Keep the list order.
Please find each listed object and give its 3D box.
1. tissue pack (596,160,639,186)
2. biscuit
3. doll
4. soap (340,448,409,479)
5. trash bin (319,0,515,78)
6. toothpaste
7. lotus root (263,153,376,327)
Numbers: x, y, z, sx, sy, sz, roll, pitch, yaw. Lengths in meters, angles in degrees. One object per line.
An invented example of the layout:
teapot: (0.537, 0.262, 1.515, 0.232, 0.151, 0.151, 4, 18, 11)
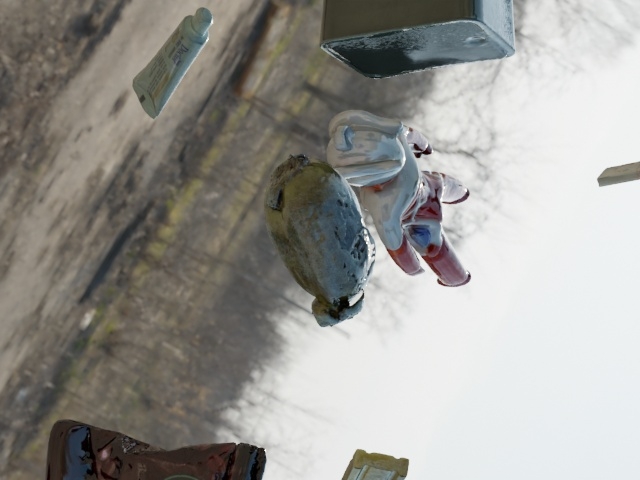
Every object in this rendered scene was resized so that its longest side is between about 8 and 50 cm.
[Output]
tissue pack: (0.562, -0.124, 1.855, 0.108, 0.023, 0.056, -9, -159, 43)
biscuit: (-0.168, 0.265, 1.013, 0.063, 0.235, 0.151, 7, 87, -66)
doll: (0.108, -0.058, 1.284, 0.384, 0.099, 0.188, 39, 50, -58)
soap: (0.081, 0.428, 1.757, 0.252, 0.092, 0.037, 106, -4, -56)
trash bin: (0.096, -0.296, 0.985, 0.122, 0.164, 0.240, 15, 74, -60)
toothpaste: (-0.202, -0.245, 1.388, 0.037, 0.067, 0.255, -28, 175, -35)
lotus root: (0.003, -0.001, 0.888, 0.088, 0.165, 0.088, -17, -164, 5)
